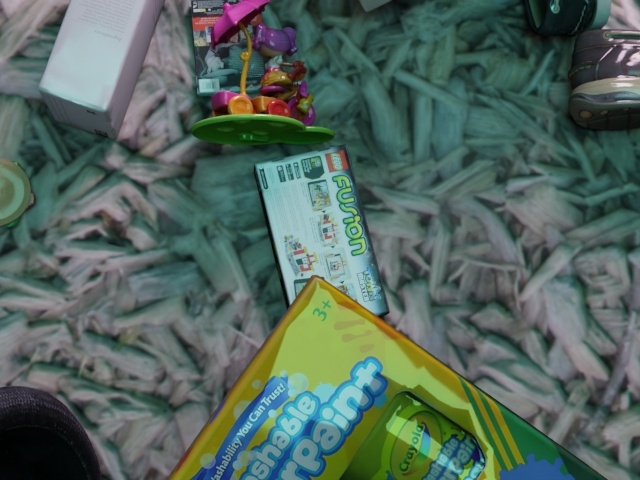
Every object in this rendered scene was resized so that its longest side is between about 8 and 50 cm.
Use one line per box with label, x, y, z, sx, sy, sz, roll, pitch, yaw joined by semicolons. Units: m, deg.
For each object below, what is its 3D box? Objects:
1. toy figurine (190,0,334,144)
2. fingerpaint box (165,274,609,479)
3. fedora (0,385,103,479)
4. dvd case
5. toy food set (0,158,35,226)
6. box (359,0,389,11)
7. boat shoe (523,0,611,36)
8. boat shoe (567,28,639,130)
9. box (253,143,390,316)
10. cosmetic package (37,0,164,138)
toy figurine;-0.065;-0.199;1.140;0.173;0.130;0.159;2;82;-28
fingerpaint box;0.017;0.315;0.941;0.371;0.163;0.444;36;88;-1
fedora;-0.364;0.301;0.974;0.153;0.334;0.333;-3;79;26
dvd case;-0.110;-0.235;1.197;0.087;0.013;0.119;-5;80;-7
toy food set;-0.371;-0.054;1.134;0.083;0.020;0.083;-12;81;-8
box;0.148;-0.454;1.122;0.345;0.168;0.215;-26;72;7
boat shoe;0.276;-0.399;1.215;0.091;0.114;0.302;-11;81;-14
boat shoe;0.474;-0.216;1.195;0.356;0.132;0.130;-3;81;-8
box;0.000;0.000;1.156;0.114;0.036;0.206;-12;82;-8
cosmetic package;-0.240;-0.246;1.134;0.086;0.117;0.231;18;78;-2
